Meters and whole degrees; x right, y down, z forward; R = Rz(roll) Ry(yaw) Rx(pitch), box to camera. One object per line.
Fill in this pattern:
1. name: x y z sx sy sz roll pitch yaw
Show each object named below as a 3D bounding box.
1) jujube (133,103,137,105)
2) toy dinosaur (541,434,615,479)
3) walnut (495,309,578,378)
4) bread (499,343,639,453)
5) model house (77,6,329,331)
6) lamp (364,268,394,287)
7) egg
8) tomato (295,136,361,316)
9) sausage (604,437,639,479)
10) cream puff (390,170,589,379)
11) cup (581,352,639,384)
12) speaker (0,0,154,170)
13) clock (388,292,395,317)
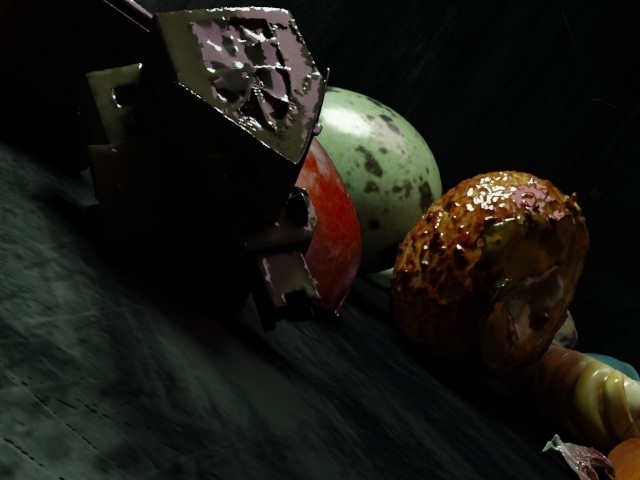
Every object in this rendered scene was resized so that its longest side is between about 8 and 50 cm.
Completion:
1. jujube: -0.267 -0.241 1.607 0.183 0.183 0.243 36 9 22
2. toy dinosaur: 0.334 0.290 1.143 0.108 0.032 0.220 39 15 18
3. walnut: 0.391 0.181 1.784 0.224 0.224 0.224 34 4 -2
4. bread: 0.403 0.250 1.420 0.173 0.121 0.311 36 -9 -22
5. model house: -0.085 -0.035 0.749 0.204 0.211 0.243 -11 61 -23
6. lamp: 0.115 0.044 1.955 0.193 0.106 0.106 15 17 -49
7. egg: 0.018 -0.105 1.467 0.379 0.288 0.287 36 4 6
8. tomato: -0.051 -0.052 1.113 0.289 0.176 0.335 39 4 22
9. sausage: 0.431 0.317 1.207 0.089 0.089 0.179 34 3 -1
10. cream puff: 0.236 0.047 1.322 0.228 0.350 0.350 28 -1 39
11. cup: 0.587 0.324 1.984 0.173 0.167 0.299 22 -17 -26
12. speaker: -0.288 -0.209 0.962 0.153 0.192 0.231 33 8 -34
13. clock: 0.206 0.133 1.543 0.194 0.100 0.195 34 -4 3
